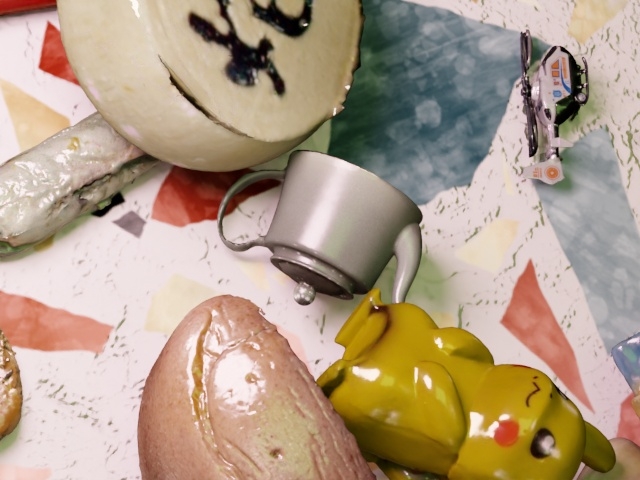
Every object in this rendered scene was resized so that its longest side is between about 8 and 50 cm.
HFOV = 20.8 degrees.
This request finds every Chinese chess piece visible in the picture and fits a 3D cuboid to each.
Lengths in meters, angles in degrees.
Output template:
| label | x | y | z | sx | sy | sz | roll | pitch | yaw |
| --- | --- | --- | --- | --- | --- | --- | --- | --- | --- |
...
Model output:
| label | x | y | z | sx | sy | sz | roll | pitch | yaw |
| --- | --- | --- | --- | --- | --- | --- | --- | --- | --- |
| Chinese chess piece | -0.112 | -0.249 | 1.856 | 0.349 | 0.146 | 0.349 | 12 | 73 | -42 |

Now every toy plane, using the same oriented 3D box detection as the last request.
| label | x | y | z | sx | sy | sz | roll | pitch | yaw |
| --- | --- | --- | --- | --- | --- | --- | --- | --- | --- |
| toy plane | 0.277 | -0.158 | 2.075 | 0.078 | 0.053 | 0.197 | 5 | 71 | -8 |

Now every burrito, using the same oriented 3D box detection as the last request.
| label | x | y | z | sx | sy | sz | roll | pitch | yaw |
| --- | --- | --- | --- | --- | --- | --- | --- | --- | --- |
| burrito | -0.270 | -0.071 | 1.861 | 0.309 | 0.066 | 0.096 | -33 | 85 | -25 |

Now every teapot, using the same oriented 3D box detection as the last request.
| label | x | y | z | sx | sy | sz | roll | pitch | yaw |
| --- | --- | --- | --- | --- | --- | --- | --- | --- | --- |
| teapot | 0.000 | 0.000 | 1.893 | 0.239 | 0.162 | 0.149 | 23 | 79 | 11 |

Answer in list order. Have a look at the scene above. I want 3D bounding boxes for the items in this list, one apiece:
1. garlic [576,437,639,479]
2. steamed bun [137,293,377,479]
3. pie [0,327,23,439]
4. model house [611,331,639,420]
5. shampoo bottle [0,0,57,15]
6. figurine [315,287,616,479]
| label | x | y | z | sx | sy | sz | roll | pitch | yaw |
| --- | --- | --- | --- | --- | --- | --- | --- | --- | --- |
| garlic | 0.357 | 0.336 | 1.884 | 0.217 | 0.110 | 0.228 | 49 | 43 | -3 |
| steamed bun | -0.081 | 0.227 | 1.747 | 0.199 | 0.251 | 0.301 | -34 | 82 | -13 |
| pie | -0.392 | 0.152 | 1.765 | 0.195 | 0.046 | 0.195 | 5 | 73 | -17 |
| model house | 0.547 | 0.178 | 1.873 | 0.342 | 0.382 | 0.335 | -22 | 79 | -28 |
| shampoo bottle | -0.305 | -0.314 | 1.918 | 0.314 | 0.076 | 0.118 | -13 | 77 | -21 |
| figurine | 0.147 | 0.197 | 1.789 | 0.326 | 0.169 | 0.218 | 23 | 44 | 7 |
